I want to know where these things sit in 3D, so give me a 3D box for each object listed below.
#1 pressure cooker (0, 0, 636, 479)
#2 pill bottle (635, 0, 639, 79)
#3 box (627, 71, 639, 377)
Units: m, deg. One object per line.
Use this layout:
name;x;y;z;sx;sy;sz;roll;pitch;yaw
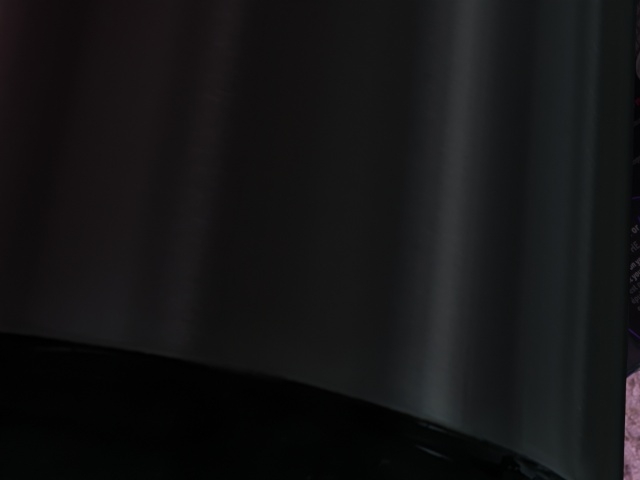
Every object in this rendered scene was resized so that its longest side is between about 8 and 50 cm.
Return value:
pressure cooker;-0.060;-0.053;0.600;0.370;0.420;0.375;-13;150;40
pill bottle;0.263;-0.133;0.882;0.176;0.318;0.176;-22;162;-8
box;0.151;-0.034;1.060;0.165;0.270;0.143;-32;170;-34
